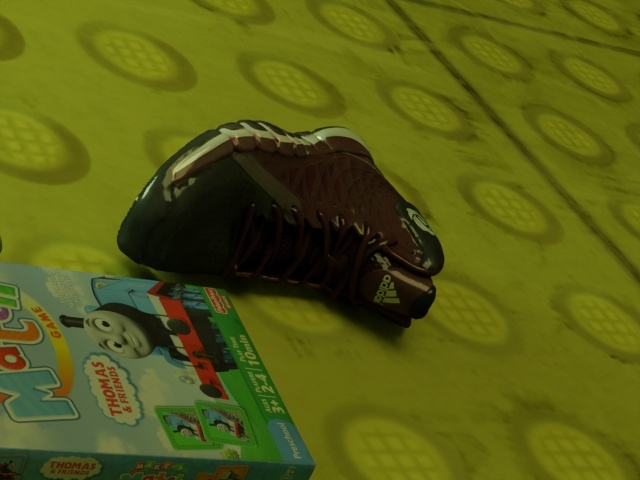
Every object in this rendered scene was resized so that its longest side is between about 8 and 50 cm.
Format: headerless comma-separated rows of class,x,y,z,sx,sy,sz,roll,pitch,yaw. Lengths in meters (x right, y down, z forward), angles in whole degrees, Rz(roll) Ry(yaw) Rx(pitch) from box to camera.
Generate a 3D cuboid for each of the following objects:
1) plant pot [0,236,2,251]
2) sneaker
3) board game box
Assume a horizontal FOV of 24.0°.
plant pot,-0.291,-0.044,0.702,0.254,0.276,0.276,51,33,18
sneaker,0.000,0.000,1.033,0.162,0.106,0.281,42,29,19
board game box,-0.125,0.078,0.849,0.211,0.039,0.160,8,34,-33
